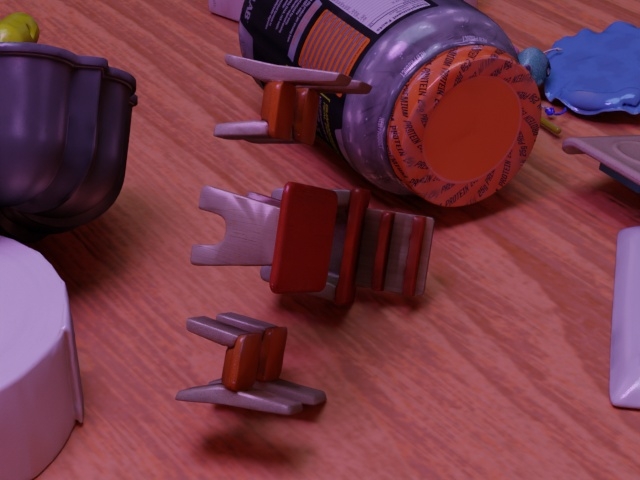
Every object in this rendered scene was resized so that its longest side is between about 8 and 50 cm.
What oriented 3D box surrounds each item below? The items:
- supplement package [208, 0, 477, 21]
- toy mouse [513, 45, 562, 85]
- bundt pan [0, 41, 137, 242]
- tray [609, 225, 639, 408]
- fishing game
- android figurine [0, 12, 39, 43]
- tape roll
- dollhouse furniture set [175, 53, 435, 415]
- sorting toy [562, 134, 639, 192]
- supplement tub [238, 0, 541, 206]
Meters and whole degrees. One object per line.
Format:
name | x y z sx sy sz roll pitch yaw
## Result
supplement package | 0.023 -0.354 1.901 0.262 0.199 0.198 24 40 35
toy mouse | 0.196 -0.193 1.758 0.143 0.031 0.161 -21 31 -12
bundt pan | -0.319 -0.069 1.422 0.330 0.124 0.331 -4 -9 -1
tray | 0.320 0.055 1.382 0.145 0.030 0.270 5 32 9
fishing game | 0.325 -0.179 1.754 0.264 0.041 0.189 -28 37 -21
android figurine | -0.406 -0.159 1.664 0.248 0.056 0.273 -21 13 11
tape roll | -0.331 0.101 1.281 0.286 0.100 0.286 -2 31 1
dollhouse furniture set | 0.000 0.000 1.303 0.135 0.262 0.259 9 2 14
sorting toy | 0.356 -0.055 1.521 0.193 0.038 0.208 -4 23 -36
supplement tub | 0.066 -0.167 1.603 0.193 0.194 0.316 -17 35 -22
